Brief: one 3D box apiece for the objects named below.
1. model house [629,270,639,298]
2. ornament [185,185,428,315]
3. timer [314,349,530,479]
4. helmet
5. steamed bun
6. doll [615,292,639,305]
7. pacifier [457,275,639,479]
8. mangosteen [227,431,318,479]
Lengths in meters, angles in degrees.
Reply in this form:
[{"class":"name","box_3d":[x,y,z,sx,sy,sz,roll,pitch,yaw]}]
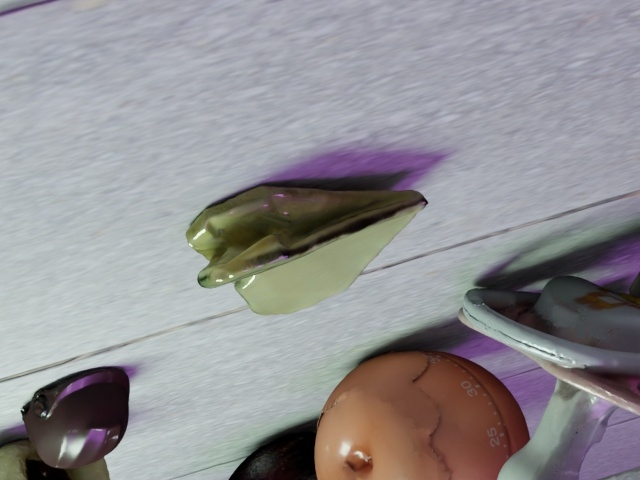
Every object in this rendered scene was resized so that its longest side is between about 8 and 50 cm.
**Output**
[{"class":"model house","box_3d":[0.415,0.009,1.621,0.188,0.122,0.229,8,137,-29]},{"class":"ornament","box_3d":[0.000,0.000,1.288,0.180,0.059,0.201,-22,165,9]},{"class":"timer","box_3d":[0.110,0.233,1.802,0.215,0.229,0.230,2,154,-47]},{"class":"helmet","box_3d":[-0.226,0.175,1.561,0.098,0.070,0.123,-3,158,-38]},{"class":"steamed bun","box_3d":[-0.313,0.273,1.670,0.172,0.140,0.155,-20,158,20]},{"class":"doll","box_3d":[0.346,0.121,1.916,0.135,0.098,0.241,3,163,8]},{"class":"pacifier","box_3d":[0.265,0.151,1.644,0.220,0.273,0.332,-20,-155,-23]},{"class":"mangosteen","box_3d":[0.021,0.358,2.032,0.313,0.297,0.297,-48,152,19]}]
